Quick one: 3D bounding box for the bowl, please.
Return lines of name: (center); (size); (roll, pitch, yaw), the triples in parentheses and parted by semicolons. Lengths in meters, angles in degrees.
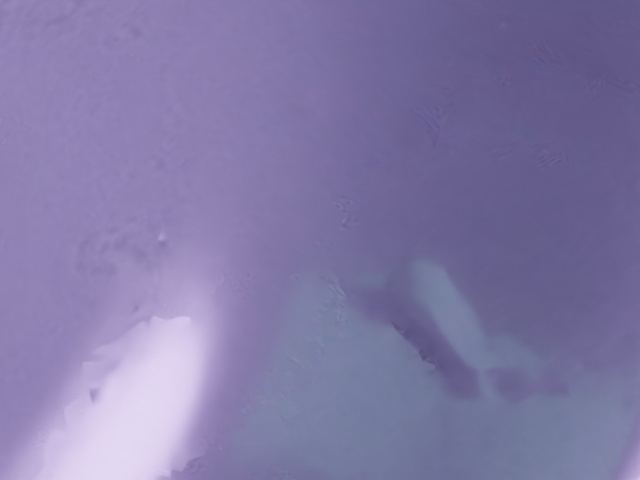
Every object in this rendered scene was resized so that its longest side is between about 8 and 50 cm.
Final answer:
bowl: (-0.050, 0.032, 0.315); (0.345, 0.157, 0.345); (-38, 142, -37)
